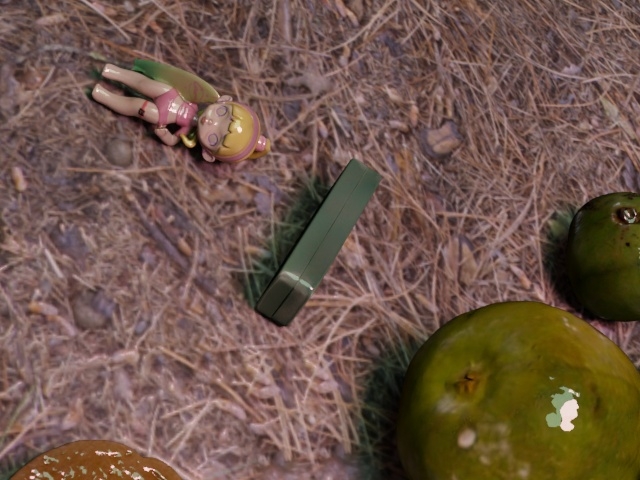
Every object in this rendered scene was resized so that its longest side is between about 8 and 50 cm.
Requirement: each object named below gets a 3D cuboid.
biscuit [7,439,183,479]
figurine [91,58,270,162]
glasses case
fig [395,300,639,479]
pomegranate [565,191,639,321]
[{"bbox_3d":[-0.186,0.257,0.897,0.181,0.049,0.208,37,50,-4],"label":"biscuit"},{"bbox_3d":[-0.139,-0.131,1.164,0.187,0.083,0.083,19,53,-2],"label":"figurine"},{"bbox_3d":[0.000,0.000,1.141,0.039,0.078,0.184,33,50,-2],"label":"glasses case"},{"bbox_3d":[0.201,0.180,1.097,0.314,0.233,0.233,39,28,-65],"label":"fig"},{"bbox_3d":[0.371,0.032,1.295,0.191,0.131,0.152,32,47,-17],"label":"pomegranate"}]
